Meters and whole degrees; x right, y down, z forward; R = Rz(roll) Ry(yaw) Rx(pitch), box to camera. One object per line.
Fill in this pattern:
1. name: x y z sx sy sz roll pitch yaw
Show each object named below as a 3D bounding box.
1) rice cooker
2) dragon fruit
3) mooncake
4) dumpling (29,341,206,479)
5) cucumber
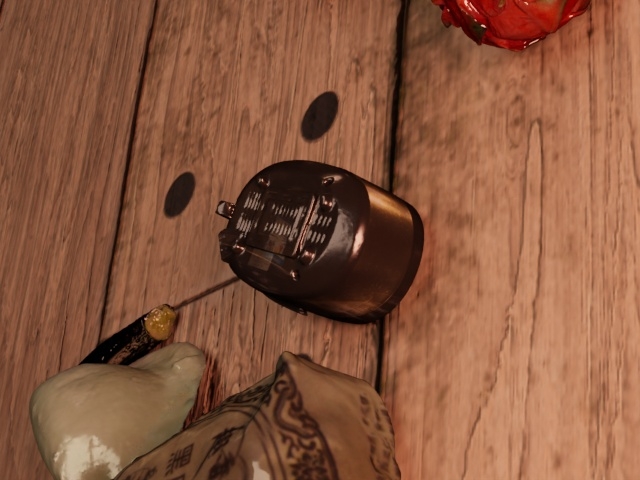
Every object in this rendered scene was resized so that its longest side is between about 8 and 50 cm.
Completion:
1. rice cooker: 0.000 0.000 1.091 0.165 0.106 0.112 11 80 44
2. dragon fruit: 0.138 -0.204 1.028 0.130 0.121 0.142 -94 25 -58
3. mooncake: -0.058 0.224 0.984 0.250 0.136 0.254 -36 42 28
4. dumpling: -0.165 0.155 1.224 0.216 0.149 0.105 -152 51 -62
5. cucumber: -0.180 0.099 1.323 0.135 0.033 0.034 -35 5 35
